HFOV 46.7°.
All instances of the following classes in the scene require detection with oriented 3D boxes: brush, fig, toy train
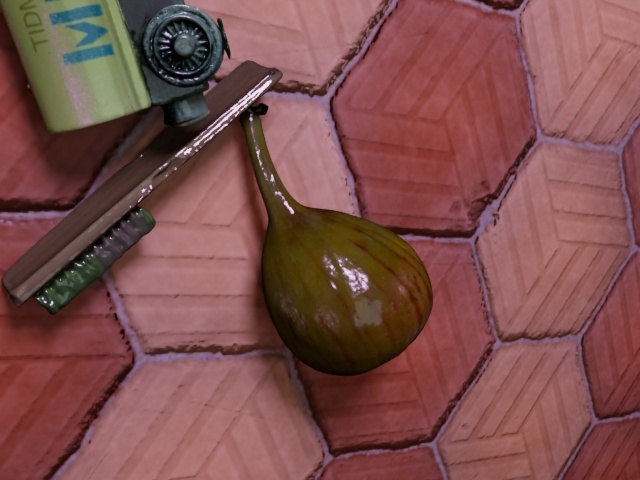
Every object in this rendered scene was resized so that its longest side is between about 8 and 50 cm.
[{"bbox_3d":[-0.138,-0.046,0.610,0.282,0.054,0.048,-46,130,-13],"label":"brush"},{"bbox_3d":[0.000,0.000,0.656,0.151,0.151,0.259,-37,115,-18],"label":"fig"},{"bbox_3d":[-0.168,-0.192,0.531,0.157,0.105,0.253,-19,111,-12],"label":"toy train"}]
